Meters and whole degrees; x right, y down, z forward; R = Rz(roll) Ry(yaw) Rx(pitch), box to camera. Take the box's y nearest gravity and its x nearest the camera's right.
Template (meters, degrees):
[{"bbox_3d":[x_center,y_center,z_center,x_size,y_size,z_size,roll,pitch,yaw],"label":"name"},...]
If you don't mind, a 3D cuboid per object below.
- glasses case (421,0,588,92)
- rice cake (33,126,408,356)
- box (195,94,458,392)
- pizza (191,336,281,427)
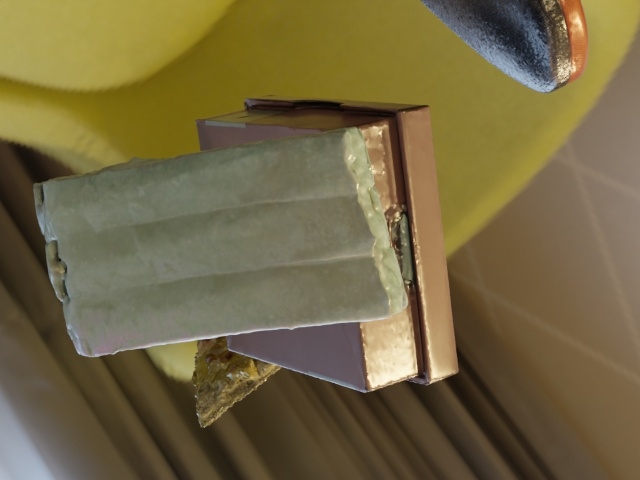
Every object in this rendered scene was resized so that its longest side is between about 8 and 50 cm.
[{"bbox_3d":[0.112,-0.202,1.120,0.067,0.267,0.103,-25,134,-12],"label":"glasses case"},{"bbox_3d":[-0.064,0.003,0.886,0.211,0.124,0.038,-13,-175,18],"label":"rice cake"},{"bbox_3d":[0.000,0.000,1.181,0.086,0.215,0.215,-15,105,-32],"label":"box"},{"bbox_3d":[-0.087,0.125,1.418,0.026,0.123,0.109,42,66,-45],"label":"pizza"}]
